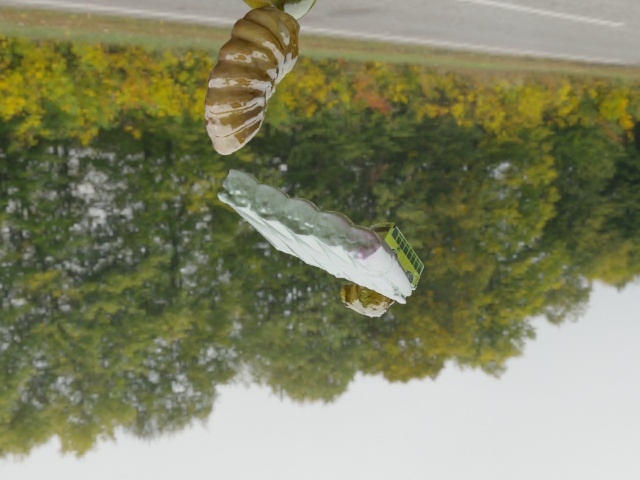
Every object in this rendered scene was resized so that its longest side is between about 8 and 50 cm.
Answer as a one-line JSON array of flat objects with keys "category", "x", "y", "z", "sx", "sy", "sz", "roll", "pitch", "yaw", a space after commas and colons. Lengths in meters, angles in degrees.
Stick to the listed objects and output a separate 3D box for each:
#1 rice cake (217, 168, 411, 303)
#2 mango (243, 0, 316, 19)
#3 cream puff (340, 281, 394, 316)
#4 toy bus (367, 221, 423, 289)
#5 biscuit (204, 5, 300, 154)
[{"category": "rice cake", "x": 0.000, "y": 0.000, "z": 0.788, "sx": 0.189, "sy": 0.037, "sz": 0.198, "roll": 23, "pitch": 171, "yaw": 25}, {"category": "mango", "x": -0.069, "y": -0.385, "z": 1.102, "sx": 0.133, "sy": 0.267, "sz": 0.111, "roll": -19, "pitch": 146, "yaw": 5}, {"category": "cream puff", "x": 0.074, "y": 0.092, "z": 1.269, "sx": 0.083, "sy": 0.058, "sz": 0.083, "roll": -28, "pitch": 134, "yaw": 26}, {"category": "toy bus", "x": 0.173, "y": 0.037, "z": 1.976, "sx": 0.088, "sy": 0.175, "sz": 0.101, "roll": -5, "pitch": -136, "yaw": 41}, {"category": "biscuit", "x": -0.073, "y": -0.185, "z": 0.901, "sx": 0.061, "sy": 0.183, "sz": 0.118, "roll": 22, "pitch": 167, "yaw": 15}]
